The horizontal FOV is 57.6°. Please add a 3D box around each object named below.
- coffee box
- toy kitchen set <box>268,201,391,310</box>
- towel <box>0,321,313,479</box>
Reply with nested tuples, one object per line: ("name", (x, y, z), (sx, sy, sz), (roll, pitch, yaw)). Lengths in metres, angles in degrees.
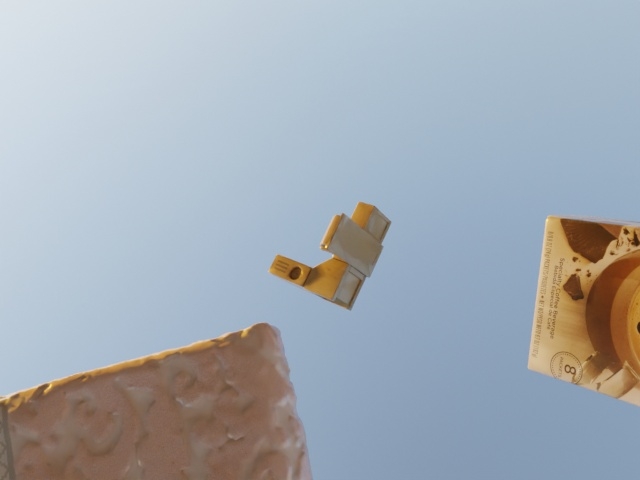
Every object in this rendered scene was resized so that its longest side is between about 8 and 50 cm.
("coffee box", (0.359, 0.075, 0.525), (0.119, 0.168, 0.297), (-1, -172, -40))
("toy kitchen set", (0.000, 0.000, 0.480), (0.075, 0.068, 0.083), (19, -101, 38))
("towel", (-0.146, 0.254, 0.415), (0.317, 0.053, 0.331), (-14, -104, 5))
